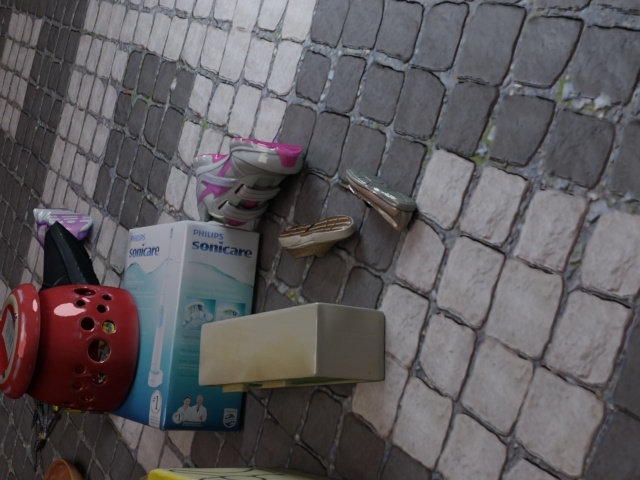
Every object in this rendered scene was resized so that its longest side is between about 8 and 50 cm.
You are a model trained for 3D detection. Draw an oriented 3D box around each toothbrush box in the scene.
[{"bbox_3d":[-0.210,0.127,1.339,0.216,0.126,0.295,-7,77,56],"label":"toothbrush box"}]

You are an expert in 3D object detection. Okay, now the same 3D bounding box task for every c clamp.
[{"bbox_3d":[-0.582,0.387,1.890,0.160,0.022,0.137,-60,35,28],"label":"c clamp"}]

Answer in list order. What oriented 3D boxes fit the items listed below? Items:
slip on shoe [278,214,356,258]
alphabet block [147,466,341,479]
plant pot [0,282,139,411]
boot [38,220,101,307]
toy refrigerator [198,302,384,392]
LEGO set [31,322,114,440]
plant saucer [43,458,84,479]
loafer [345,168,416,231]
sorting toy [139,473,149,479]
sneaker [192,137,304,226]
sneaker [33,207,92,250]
[{"bbox_3d":[0.000,0.000,1.156,0.135,0.051,0.041,-11,112,45],"label":"slip on shoe"},{"bbox_3d":[-0.083,0.371,1.038,0.192,0.197,0.193,-10,73,54],"label":"alphabet block"},{"bbox_3d":[-0.384,0.158,1.328,0.191,0.174,0.191,-20,66,56],"label":"plant pot"},{"bbox_3d":[-0.507,0.094,1.597,0.207,0.094,0.246,-38,43,0],"label":"boot"},{"bbox_3d":[-0.044,0.143,1.125,0.270,0.102,0.094,-15,70,52],"label":"toy refrigerator"},{"bbox_3d":[-0.504,0.191,1.677,0.331,0.192,0.254,44,116,50],"label":"LEGO set"},{"bbox_3d":[-0.495,0.523,1.716,0.200,0.037,0.199,-18,68,52],"label":"plant saucer"},{"bbox_3d":[0.066,-0.050,1.073,0.125,0.045,0.039,37,118,49],"label":"loafer"},{"bbox_3d":[-0.294,0.424,1.480,0.083,0.012,0.062,-34,55,45],"label":"sorting toy"},{"bbox_3d":[-0.103,-0.078,1.278,0.252,0.103,0.111,-13,75,59],"label":"sneaker"},{"bbox_3d":[-0.548,-0.010,1.889,0.236,0.095,0.104,13,99,60],"label":"sneaker"}]
